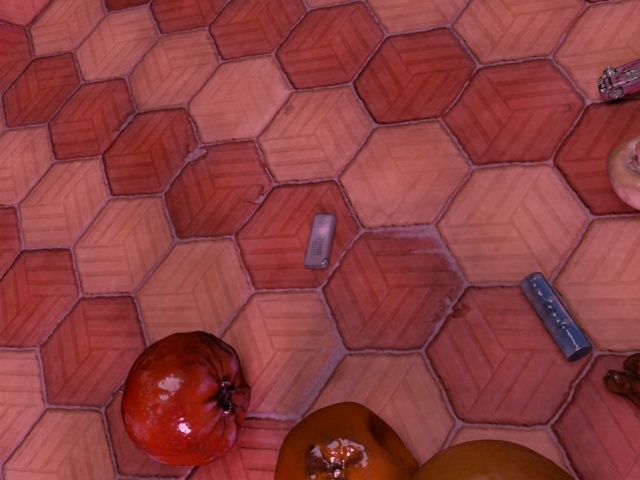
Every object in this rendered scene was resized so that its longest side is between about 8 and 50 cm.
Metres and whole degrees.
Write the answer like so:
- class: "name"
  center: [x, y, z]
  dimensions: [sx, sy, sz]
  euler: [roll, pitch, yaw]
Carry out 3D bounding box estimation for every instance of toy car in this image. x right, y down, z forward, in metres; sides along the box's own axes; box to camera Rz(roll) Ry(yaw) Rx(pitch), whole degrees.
- class: "toy car"
  center: [0.602, -0.309, 1.351]
  dimensions: [0.142, 0.055, 0.069]
  euler: [-18, 49, 25]

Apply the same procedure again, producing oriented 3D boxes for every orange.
- class: "orange"
  center: [0.032, 0.384, 1.134]
  dimensions: [0.249, 0.183, 0.248]
  euler: [-9, 59, 16]

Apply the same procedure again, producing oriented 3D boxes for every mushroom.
- class: "mushroom"
  center: [0.575, -0.125, 1.224]
  dimensions: [0.154, 0.122, 0.154]
  euler: [-12, 52, 16]

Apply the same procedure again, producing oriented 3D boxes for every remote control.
- class: "remote control"
  center: [0.000, 0.000, 1.452]
  dimensions: [0.053, 0.018, 0.124]
  euler: [-1, 63, 23]

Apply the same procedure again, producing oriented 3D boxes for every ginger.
- class: "ginger"
  center: [0.524, 0.224, 1.084]
  dimensions: [0.162, 0.073, 0.103]
  euler: [35, 79, 34]

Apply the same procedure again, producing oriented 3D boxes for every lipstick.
- class: "lipstick"
  center: [0.396, 0.126, 1.205]
  dimensions: [0.048, 0.048, 0.157]
  euler: [-29, 56, 5]

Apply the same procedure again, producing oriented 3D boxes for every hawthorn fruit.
- class: "hawthorn fruit"
  center: [-0.270, 0.285, 1.291]
  dimensions: [0.272, 0.242, 0.241]
  euler: [-9, 60, 30]

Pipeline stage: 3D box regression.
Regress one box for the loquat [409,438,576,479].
- class: "loquat"
  center: [0.255, 0.427, 0.924]
  dimensions: [0.360, 0.328, 0.328]
  euler: [-23, 53, 40]
